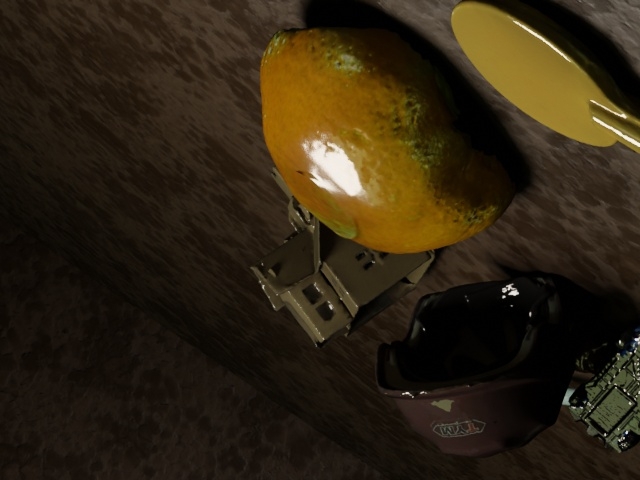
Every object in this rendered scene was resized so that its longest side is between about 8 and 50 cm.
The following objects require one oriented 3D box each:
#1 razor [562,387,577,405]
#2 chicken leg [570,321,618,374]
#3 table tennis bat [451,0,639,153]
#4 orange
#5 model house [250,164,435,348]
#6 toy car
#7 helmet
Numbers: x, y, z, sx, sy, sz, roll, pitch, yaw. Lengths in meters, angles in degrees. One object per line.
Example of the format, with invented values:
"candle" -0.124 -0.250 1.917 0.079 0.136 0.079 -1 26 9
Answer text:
"razor" 0.360 0.213 2.321 0.232 0.106 0.068 0 141 48
"chicken leg" 0.430 0.215 2.159 0.304 0.093 0.113 47 145 1
"table tennis bat" 0.252 -0.137 1.619 0.321 0.050 0.198 33 165 31
"orange" 0.065 -0.109 1.923 0.262 0.196 0.334 1 135 44
"model house" 0.000 0.000 2.329 0.243 0.204 0.211 53 166 10
"toy car" 0.387 0.174 2.075 0.103 0.063 0.216 41 134 10
"helmet" 0.202 0.176 2.095 0.225 0.305 0.177 -6 117 31
